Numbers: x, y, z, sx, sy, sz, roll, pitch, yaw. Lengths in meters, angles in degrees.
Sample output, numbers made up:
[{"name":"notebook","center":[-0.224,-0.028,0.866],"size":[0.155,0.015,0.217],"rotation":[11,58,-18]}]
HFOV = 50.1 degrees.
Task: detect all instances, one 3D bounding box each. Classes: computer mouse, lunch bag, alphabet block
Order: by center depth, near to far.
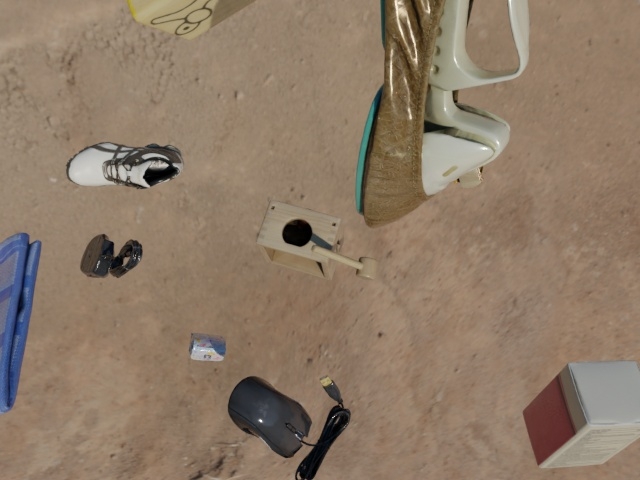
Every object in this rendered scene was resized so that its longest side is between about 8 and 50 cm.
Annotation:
[{"name":"computer mouse","center":[-0.315,0.028,1.054],"size":[0.041,0.242,0.071],"rotation":[23,77,-32]},{"name":"alphabet block","center":[-0.242,-0.507,1.240],"size":[0.197,0.192,0.193],"rotation":[-23,84,21]},{"name":"computer mouse","center":[-0.038,0.313,1.252],"size":[0.184,0.060,0.262],"rotation":[-52,120,-23]},{"name":"lunch bag","center":[-0.238,0.225,1.439],"size":[0.071,0.083,0.053],"rotation":[8,88,-17]}]

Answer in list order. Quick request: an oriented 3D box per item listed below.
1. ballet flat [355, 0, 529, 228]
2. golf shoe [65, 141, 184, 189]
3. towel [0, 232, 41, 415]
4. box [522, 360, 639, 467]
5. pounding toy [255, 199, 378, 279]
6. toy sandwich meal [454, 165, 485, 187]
[{"name":"ballet flat","center":[0.103,-0.137,0.564],"size":[0.124,0.342,0.116],"rotation":[19,38,20]},{"name":"golf shoe","center":[-0.332,-0.126,1.168],"size":[0.198,0.094,0.077],"rotation":[-11,115,-15]},{"name":"towel","center":[-0.423,0.124,0.769],"size":[0.285,0.034,0.209],"rotation":[-23,55,28]},{"name":"box","center":[0.517,0.341,1.334],"size":[0.148,0.232,0.127],"rotation":[0,53,-11]},{"name":"pounding toy","center":[0.005,-0.001,1.164],"size":[0.206,0.181,0.094],"rotation":[15,75,9]},{"name":"toy sandwich meal","center":[0.305,-0.149,1.434],"size":[0.085,0.085,0.029],"rotation":[18,30,4]}]
